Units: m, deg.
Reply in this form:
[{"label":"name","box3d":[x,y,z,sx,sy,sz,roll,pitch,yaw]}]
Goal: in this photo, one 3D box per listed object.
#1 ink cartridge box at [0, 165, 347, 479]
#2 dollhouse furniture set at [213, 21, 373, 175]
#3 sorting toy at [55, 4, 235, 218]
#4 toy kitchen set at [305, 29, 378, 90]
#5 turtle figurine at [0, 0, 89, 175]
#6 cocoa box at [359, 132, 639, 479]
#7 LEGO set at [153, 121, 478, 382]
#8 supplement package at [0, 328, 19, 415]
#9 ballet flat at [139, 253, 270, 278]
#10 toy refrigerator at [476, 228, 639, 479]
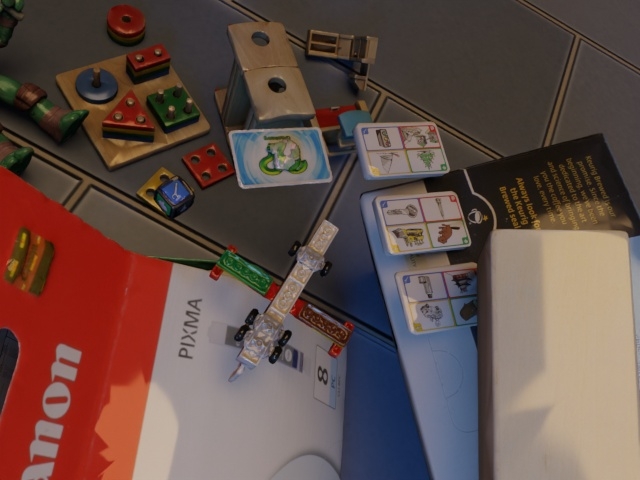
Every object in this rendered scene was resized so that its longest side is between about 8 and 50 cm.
[{"label":"ink cartridge box","box3d":[-0.095,0.164,0.455,0.091,0.385,0.308,-7,61,23]},{"label":"dollhouse furniture set","box3d":[-0.017,-0.170,0.754,0.183,0.129,0.129,-11,70,-22]},{"label":"sorting toy","box3d":[-0.209,-0.158,0.731,0.132,0.046,0.275,-27,78,-27]},{"label":"toy kitchen set","box3d":[0.025,-0.239,0.841,0.075,0.083,0.068,2,107,-18]},{"label":"turtle figurine","box3d":[-0.366,-0.181,0.648,0.234,0.118,0.175,47,74,-11]},{"label":"cocoa box","box3d":[0.193,0.121,0.593,0.227,0.231,0.347,-15,68,3]},{"label":"LEGO set","box3d":[0.000,0.000,0.494,0.244,0.060,0.183,-6,71,-22]},{"label":"supplement package","box3d":[-0.319,0.057,0.440,0.199,0.263,0.198,10,71,-6]},{"label":"ballet flat","box3d":[-0.159,0.045,0.629,0.247,0.087,0.083,4,64,-17]},{"label":"toy refrigerator","box3d":[0.153,0.135,0.409,0.094,0.102,0.270,0,75,9]}]
